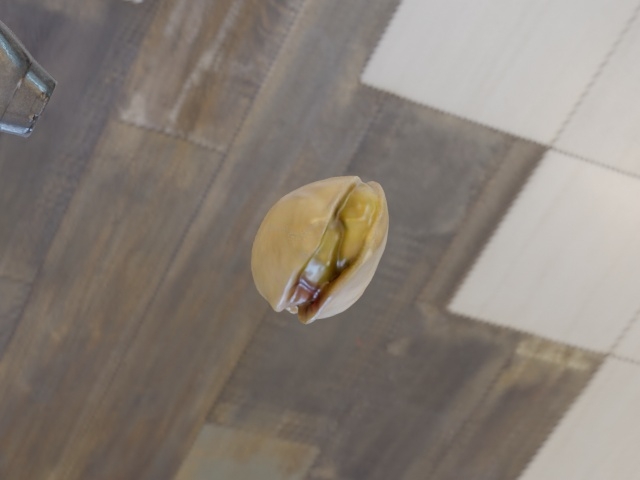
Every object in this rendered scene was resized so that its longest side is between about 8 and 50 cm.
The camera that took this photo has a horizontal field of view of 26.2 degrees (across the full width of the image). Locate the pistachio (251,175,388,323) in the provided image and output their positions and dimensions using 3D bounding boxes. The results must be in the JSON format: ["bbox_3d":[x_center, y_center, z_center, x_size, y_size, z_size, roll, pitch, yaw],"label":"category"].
[{"bbox_3d":[0.000,0.000,1.293,0.117,0.145,0.200,23,153,0],"label":"pistachio"}]

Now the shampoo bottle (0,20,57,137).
[{"bbox_3d":[-0.279,-0.138,0.862,0.234,0.049,0.087,27,96,-15],"label":"shampoo bottle"}]
